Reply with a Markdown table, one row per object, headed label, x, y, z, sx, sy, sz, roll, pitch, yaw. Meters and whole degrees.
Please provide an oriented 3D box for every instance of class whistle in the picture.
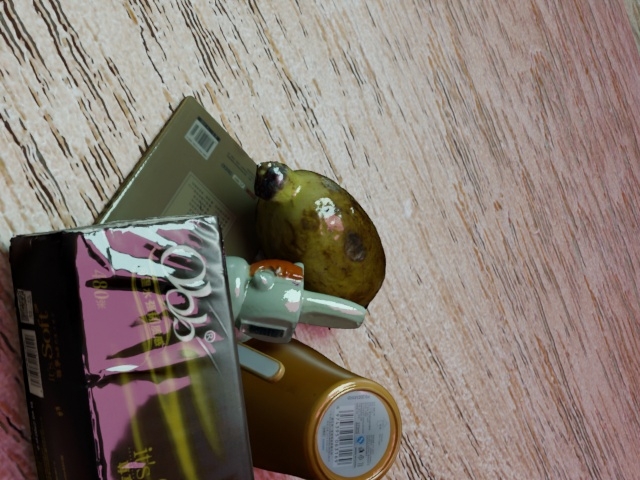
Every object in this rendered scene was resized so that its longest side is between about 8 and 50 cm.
| label | x | y | z | sx | sy | sz | roll | pitch | yaw |
| --- | --- | --- | --- | --- | --- | --- | --- | --- | --- |
| whistle | -0.068 | 0.073 | 1.003 | 0.253 | 0.102 | 0.106 | 11 | 86 | -6 |

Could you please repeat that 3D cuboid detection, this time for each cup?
| label | x | y | z | sx | sy | sz | roll | pitch | yaw |
| --- | --- | --- | --- | --- | --- | --- | --- | --- | --- |
| cup | -0.035 | 0.205 | 1.008 | 0.226 | 0.264 | 0.182 | 45 | 70 | -21 |

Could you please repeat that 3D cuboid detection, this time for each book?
| label | x | y | z | sx | sy | sz | roll | pitch | yaw |
| --- | --- | --- | --- | --- | --- | --- | --- | --- | --- |
| book | -0.178 | -0.009 | 1.055 | 0.217 | 0.021 | 0.310 | 47 | 56 | -29 |

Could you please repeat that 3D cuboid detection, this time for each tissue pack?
| label | x | y | z | sx | sy | sz | roll | pitch | yaw |
| --- | --- | --- | --- | --- | --- | --- | --- | --- | --- |
| tissue pack | -0.209 | 0.152 | 0.867 | 0.198 | 0.210 | 0.370 | -10 | 96 | -32 |

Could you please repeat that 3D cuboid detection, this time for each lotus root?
| label | x | y | z | sx | sy | sz | roll | pitch | yaw |
| --- | --- | --- | --- | --- | --- | --- | --- | --- | --- |
| lotus root | 0.000 | 0.000 | 1.097 | 0.141 | 0.169 | 0.314 | -49 | 137 | -21 |
